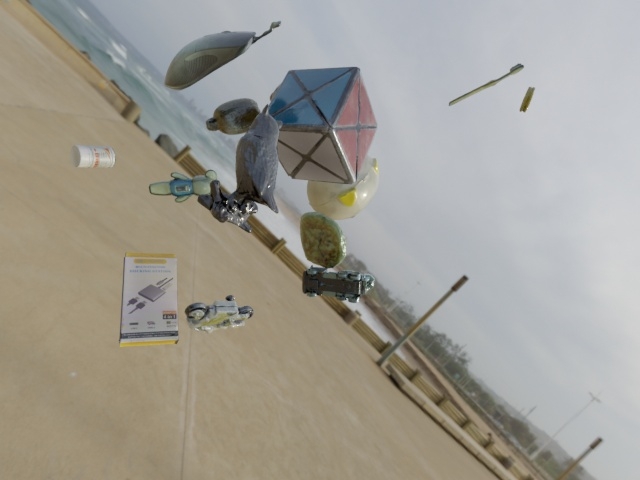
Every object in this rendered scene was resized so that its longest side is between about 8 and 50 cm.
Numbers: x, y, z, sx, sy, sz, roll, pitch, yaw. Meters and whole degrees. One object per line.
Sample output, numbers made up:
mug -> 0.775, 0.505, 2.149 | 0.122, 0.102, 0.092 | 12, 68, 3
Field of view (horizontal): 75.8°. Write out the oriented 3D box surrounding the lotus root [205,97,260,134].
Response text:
lotus root -> -0.286, -0.404, 1.355 | 0.113, 0.192, 0.088 | 65, -24, 2

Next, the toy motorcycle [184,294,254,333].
toy motorcycle -> -0.320, 0.236, 1.251 | 0.229, 0.151, 0.074 | 12, 43, -43

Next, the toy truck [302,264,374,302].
toy truck -> 0.069, 0.155, 1.542 | 0.257, 0.107, 0.140 | 4, 12, 13

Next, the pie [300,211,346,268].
pie -> 0.000, 0.000, 1.593 | 0.241, 0.054, 0.240 | 20, -54, 31

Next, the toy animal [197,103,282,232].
toy animal -> -0.102, -0.118, 0.678 | 0.117, 0.210, 0.121 | 25, -1, 25

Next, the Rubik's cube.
Rubik's cube -> 0.001, -0.348, 1.260 | 0.260, 0.259, 0.254 | 6, -29, 27

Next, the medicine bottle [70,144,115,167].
medicine bottle -> -0.586, -0.216, 1.061 | 0.057, 0.057, 0.089 | 45, 30, 23

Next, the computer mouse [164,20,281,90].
computer mouse -> -0.288, -0.543, 1.157 | 0.090, 0.379, 0.167 | 60, 8, -34

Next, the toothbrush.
toothbrush -> 0.638, -0.599, 1.598 | 0.026, 0.294, 0.028 | 33, 43, -42

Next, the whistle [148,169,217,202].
whistle -> -0.468, -0.186, 1.425 | 0.077, 0.236, 0.113 | -109, -164, -65

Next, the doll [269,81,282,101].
doll -> -0.129, -0.636, 1.990 | 0.174, 0.235, 0.329 | 46, 30, -60

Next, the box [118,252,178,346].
box -> -0.415, 0.133, 1.000 | 0.129, 0.033, 0.247 | 2, 59, -25

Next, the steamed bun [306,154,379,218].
steamed bun -> 0.108, -0.267, 1.957 | 0.334, 0.374, 0.334 | 30, -28, 18

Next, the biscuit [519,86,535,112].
biscuit -> 0.692, -0.472, 1.376 | 0.023, 0.084, 0.084 | 19, -7, 16
